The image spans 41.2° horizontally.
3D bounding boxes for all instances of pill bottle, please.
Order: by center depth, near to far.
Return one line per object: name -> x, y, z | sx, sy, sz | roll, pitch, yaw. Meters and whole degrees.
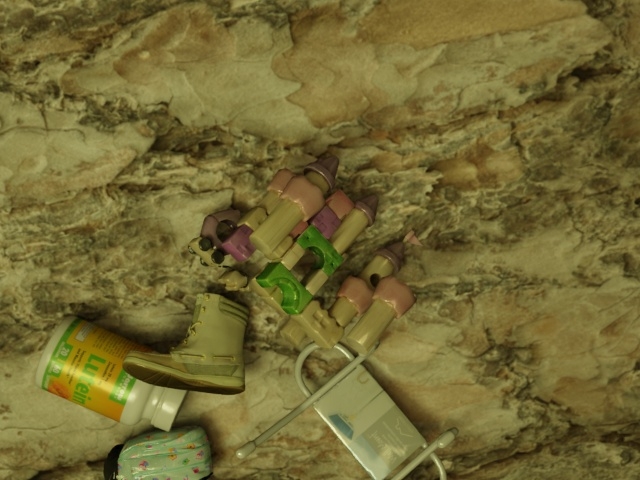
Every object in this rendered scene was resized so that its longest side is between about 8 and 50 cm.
pill bottle -> -0.355, 0.239, 1.484 | 0.246, 0.136, 0.136 | 24, 100, -1

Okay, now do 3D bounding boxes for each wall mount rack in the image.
wall mount rack -> 0.047, 0.340, 1.428 | 0.304, 0.130, 0.350 | -40, 79, -8

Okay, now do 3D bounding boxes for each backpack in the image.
backpack -> -0.283, 0.394, 1.510 | 0.182, 0.152, 0.115 | -10, 95, -1

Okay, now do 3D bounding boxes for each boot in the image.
boot -> -0.223, 0.167, 1.444 | 0.213, 0.077, 0.165 | 14, 63, -23

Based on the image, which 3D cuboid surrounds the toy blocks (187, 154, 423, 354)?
toy blocks -> 0.000, 0.000, 1.411 | 0.288, 0.309, 0.260 | 47, 66, -17
